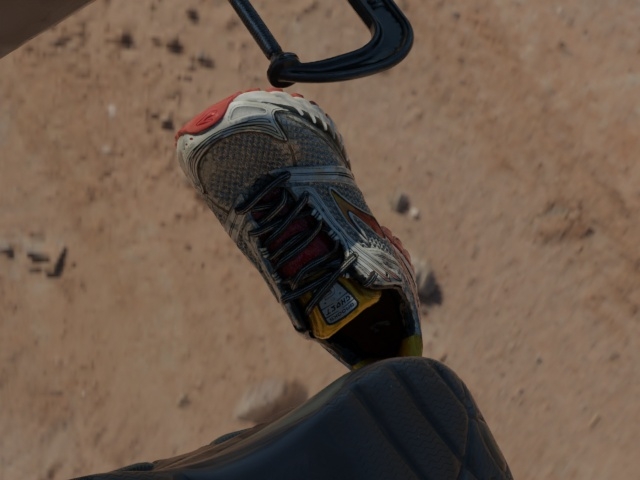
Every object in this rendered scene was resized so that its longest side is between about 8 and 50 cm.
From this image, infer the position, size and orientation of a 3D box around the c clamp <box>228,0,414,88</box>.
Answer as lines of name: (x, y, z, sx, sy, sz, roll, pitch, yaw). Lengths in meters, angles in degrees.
c clamp: (-0.025, -0.138, 0.994, 0.137, 0.022, 0.161, -21, 48, -21)

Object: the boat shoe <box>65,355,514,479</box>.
boat shoe: (-0.067, 0.155, 0.670, 0.355, 0.130, 0.132, -15, 79, -42)

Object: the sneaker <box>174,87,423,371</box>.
sneaker: (0.000, 0.000, 0.947, 0.088, 0.225, 0.093, -33, 38, 13)

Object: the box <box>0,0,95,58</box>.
box: (-0.241, -0.204, 0.416, 0.471, 0.480, 0.297, -24, 81, 23)
